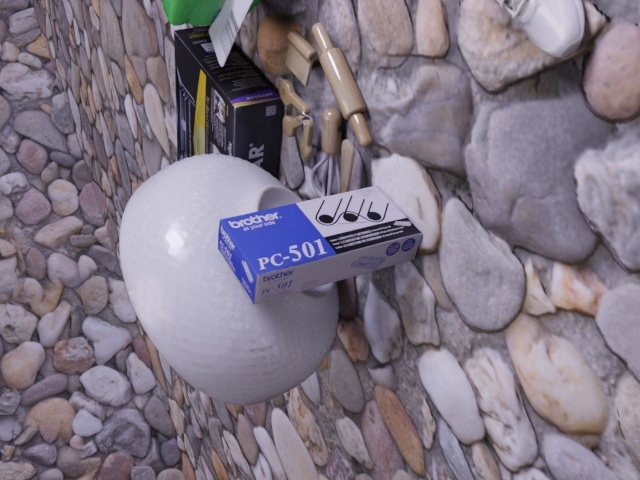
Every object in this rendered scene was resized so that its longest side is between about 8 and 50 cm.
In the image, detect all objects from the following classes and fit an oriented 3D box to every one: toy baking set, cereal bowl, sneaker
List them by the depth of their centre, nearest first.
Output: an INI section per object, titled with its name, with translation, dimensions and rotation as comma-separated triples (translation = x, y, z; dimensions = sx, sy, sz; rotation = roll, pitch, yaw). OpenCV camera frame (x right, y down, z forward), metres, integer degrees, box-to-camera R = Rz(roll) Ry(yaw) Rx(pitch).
[sneaker]
translation = 0.145, -0.200, 0.549
dimensions = 0.152, 0.061, 0.054
rotation = 62, 151, 19
[toy baking set]
translation = 0.010, -0.141, 0.900
dimensions = 0.256, 0.030, 0.197
rotation = 66, 157, 15
[cereal bowl]
translation = -0.082, 0.031, 0.911
dimensions = 0.141, 0.339, 0.339
rotation = -27, 79, 27

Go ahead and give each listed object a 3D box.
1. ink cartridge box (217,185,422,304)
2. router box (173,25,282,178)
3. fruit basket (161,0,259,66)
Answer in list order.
[ink cartridge box]
translation = 0.000, 0.000, 0.789
dimensions = 0.097, 0.207, 0.046
rotation = 51, 144, 39
[router box]
translation = -0.159, -0.157, 1.165
dimensions = 0.243, 0.081, 0.309
rotation = 53, 148, 37
[fruit basket]
translation = -0.112, -0.450, 0.859
dimensions = 0.353, 0.165, 0.327
rotation = -48, 61, 43
